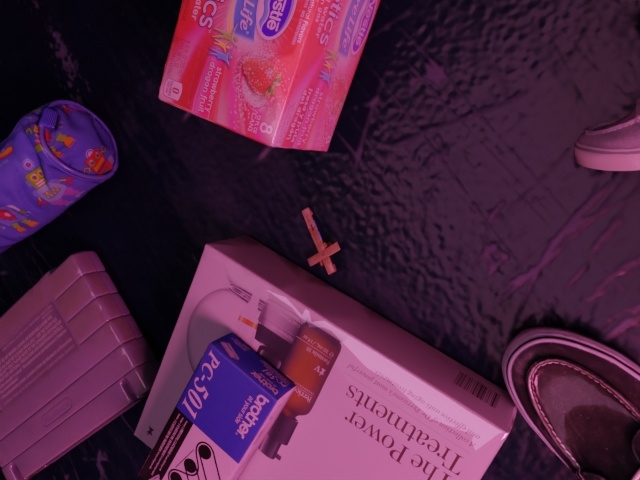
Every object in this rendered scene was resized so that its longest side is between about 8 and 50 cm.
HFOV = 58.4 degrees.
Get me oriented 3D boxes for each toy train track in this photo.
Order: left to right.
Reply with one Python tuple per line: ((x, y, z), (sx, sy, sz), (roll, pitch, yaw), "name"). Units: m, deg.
((0.000, 0.000, 0.681), (0.048, 0.014, 0.083), (-30, 77, 31), "toy train track")

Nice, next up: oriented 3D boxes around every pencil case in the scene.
((-0.429, -0.077, 0.806), (0.306, 0.133, 0.119), (-27, 51, 24), "pencil case")

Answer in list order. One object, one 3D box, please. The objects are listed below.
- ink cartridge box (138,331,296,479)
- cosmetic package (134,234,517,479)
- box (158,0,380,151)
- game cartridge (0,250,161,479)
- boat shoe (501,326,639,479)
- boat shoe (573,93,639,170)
((-0.119, 0.214, 0.637), (0.097, 0.046, 0.207), (36, 110, 17), "ink cartridge box")
((-0.015, 0.208, 0.667), (0.377, 0.097, 0.284), (29, 110, 19), "cosmetic package")
((-0.031, -0.258, 0.595), (0.154, 0.142, 0.300), (25, 106, 20), "box")
((-0.405, 0.197, 0.865), (0.355, 0.068, 0.230), (-36, 77, 24), "game cartridge")
((0.299, 0.214, 0.507), (0.335, 0.119, 0.121), (45, 111, 14), "boat shoe")
((0.300, -0.108, 0.448), (0.227, 0.079, 0.081), (0, 112, 60), "boat shoe")
